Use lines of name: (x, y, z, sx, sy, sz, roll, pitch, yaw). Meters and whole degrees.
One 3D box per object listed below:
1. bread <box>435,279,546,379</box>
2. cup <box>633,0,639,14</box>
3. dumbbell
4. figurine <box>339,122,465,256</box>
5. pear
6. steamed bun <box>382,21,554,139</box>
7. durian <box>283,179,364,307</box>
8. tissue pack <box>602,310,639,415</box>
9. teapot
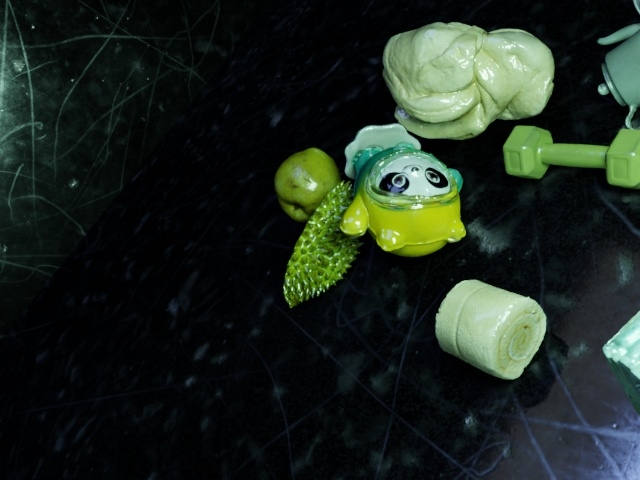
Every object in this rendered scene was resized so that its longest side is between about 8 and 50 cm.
bread: (0.301, 0.156, 1.073, 0.141, 0.134, 0.148, 22, 85, 52)
cup: (0.781, -0.542, 1.310, 0.133, 0.099, 0.136, -33, 37, 14)
dumbbell: (0.514, -0.170, 1.202, 0.108, 0.121, 0.302, -30, 26, -31)
figurine: (0.186, -0.101, 1.371, 0.324, 0.231, 0.340, -6, 43, -9)
pear: (-0.035, -0.152, 1.662, 0.200, 0.200, 0.200, -26, 40, 24)
steamed bun: (0.328, -0.359, 1.396, 0.325, 0.373, 0.230, 127, 150, -78)
durian: (0.006, -0.004, 1.504, 0.355, 0.157, 0.169, -58, 21, -18)
tissue pack: (0.564, 0.099, 0.740, 0.388, 0.287, 0.162, -44, 40, 2)
teapot: (0.639, -0.330, 1.215, 0.149, 0.162, 0.239, -26, 69, 38)
